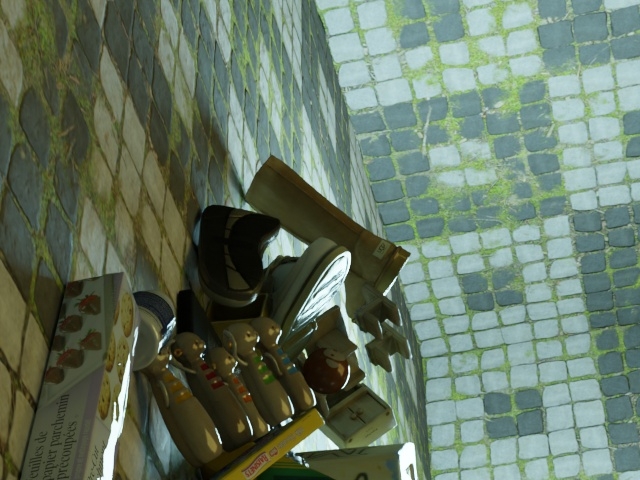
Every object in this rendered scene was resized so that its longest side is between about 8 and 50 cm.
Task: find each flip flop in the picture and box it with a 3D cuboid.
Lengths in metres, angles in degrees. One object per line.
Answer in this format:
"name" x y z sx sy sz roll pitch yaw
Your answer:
"flip flop" -0.118 0.027 2.136 0.277 0.112 0.080 -87 -170 -62

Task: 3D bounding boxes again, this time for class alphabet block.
"alphabet block" 0.042 0.410 2.333 0.193 0.197 0.193 18 67 -79

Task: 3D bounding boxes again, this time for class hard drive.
"hard drive" -0.153 0.137 2.005 0.135 0.022 0.094 68 15 -53

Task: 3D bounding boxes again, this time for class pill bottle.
"pill bottle" -0.192 0.092 1.674 0.120 0.067 0.067 -62 142 -75

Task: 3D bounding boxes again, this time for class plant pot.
"plant pot" -0.109 0.128 2.123 0.081 0.081 0.083 -78 161 -67

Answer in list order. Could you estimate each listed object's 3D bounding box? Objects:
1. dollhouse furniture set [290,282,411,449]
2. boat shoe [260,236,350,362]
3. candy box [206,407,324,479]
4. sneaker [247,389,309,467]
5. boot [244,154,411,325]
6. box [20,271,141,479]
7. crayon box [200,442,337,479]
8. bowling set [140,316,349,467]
"dollhouse furniture set" 0.012 0.196 2.457 0.161 0.212 0.242 38 -27 44
"boat shoe" -0.050 0.078 2.195 0.103 0.113 0.302 46 -36 13
"candy box" -0.086 0.260 1.791 0.027 0.105 0.206 59 37 0
"sneaker" -0.072 0.293 2.137 0.226 0.086 0.164 59 20 -69
"boot" 0.000 0.000 2.498 0.089 0.269 0.236 -53 175 -34
"box" -0.220 0.156 1.446 0.324 0.063 0.067 -87 163 -53
"crayon box" -0.045 0.369 1.887 0.323 0.083 0.203 12 -63 60
"bowling set" -0.076 0.144 1.833 0.154 0.199 0.287 61 9 6
